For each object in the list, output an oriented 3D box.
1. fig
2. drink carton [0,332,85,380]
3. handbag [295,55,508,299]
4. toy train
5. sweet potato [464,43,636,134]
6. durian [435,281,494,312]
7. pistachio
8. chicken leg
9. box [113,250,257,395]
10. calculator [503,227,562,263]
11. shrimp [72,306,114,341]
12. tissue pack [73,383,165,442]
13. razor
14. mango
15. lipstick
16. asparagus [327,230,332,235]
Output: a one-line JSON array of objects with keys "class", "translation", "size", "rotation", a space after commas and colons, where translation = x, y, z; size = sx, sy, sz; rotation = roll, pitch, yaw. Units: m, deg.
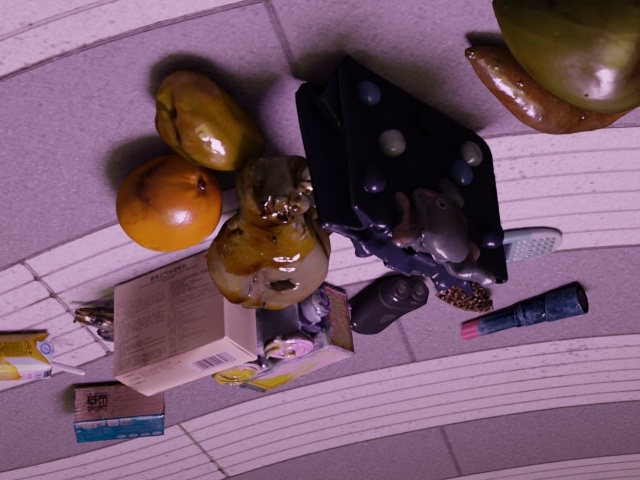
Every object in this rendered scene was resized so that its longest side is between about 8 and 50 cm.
[{"class": "fig", "translation": [0.304, -0.254, 1.539], "size": [0.225, 0.203, 0.203], "rotation": [25, 166, 26]}, {"class": "drink carton", "translation": [-0.492, 0.193, 2.300], "size": [0.199, 0.075, 0.084], "rotation": [-1, 153, -15]}, {"class": "handbag", "translation": [0.117, -0.062, 1.741], "size": [0.118, 0.269, 0.325], "rotation": [-29, 147, 33]}, {"class": "toy train", "translation": [-0.073, 0.159, 2.277], "size": [0.260, 0.134, 0.177], "rotation": [-24, 149, 31]}, {"class": "sweet potato", "translation": [0.324, -0.185, 1.768], "size": [0.346, 0.079, 0.108], "rotation": [1, 140, -23]}, {"class": "durian", "translation": [0.251, 0.105, 2.348], "size": [0.130, 0.052, 0.066], "rotation": [13, 149, -36]}, {"class": "pistachio", "translation": [-0.136, -0.135, 1.714], "size": [0.100, 0.110, 0.189], "rotation": [-45, 147, 1]}, {"class": "chicken leg", "translation": [-0.059, -0.017, 1.843], "size": [0.201, 0.153, 0.429], "rotation": [-23, 164, -9]}, {"class": "box", "translation": [-0.210, 0.124, 2.133], "size": [0.212, 0.168, 0.095], "rotation": [-20, 147, 24]}, {"class": "calculator", "translation": [0.310, 0.010, 2.209], "size": [0.153, 0.021, 0.095], "rotation": [-7, 153, -3]}, {"class": "shrimp", "translation": [-0.322, 0.145, 2.290], "size": [0.223, 0.048, 0.126], "rotation": [16, 155, -41]}, {"class": "tissue pack", "translation": [-0.371, 0.315, 2.564], "size": [0.169, 0.082, 0.120], "rotation": [-4, 154, -7]}, {"class": "razor", "translation": [0.108, 0.108, 2.311], "size": [0.090, 0.054, 0.148], "rotation": [11, 149, -33]}, {"class": "mango", "translation": [-0.208, -0.043, 1.883], "size": [0.144, 0.113, 0.219], "rotation": [-1, 164, -14]}, {"class": "lipstick", "translation": [0.354, 0.136, 2.436], "size": [0.234, 0.054, 0.053], "rotation": [-21, 151, 28]}, {"class": "asparagus", "translation": [0.001, 0.001, 2.102], "size": [0.034, 0.027, 0.236], "rotation": [1, 152, -27]}]
